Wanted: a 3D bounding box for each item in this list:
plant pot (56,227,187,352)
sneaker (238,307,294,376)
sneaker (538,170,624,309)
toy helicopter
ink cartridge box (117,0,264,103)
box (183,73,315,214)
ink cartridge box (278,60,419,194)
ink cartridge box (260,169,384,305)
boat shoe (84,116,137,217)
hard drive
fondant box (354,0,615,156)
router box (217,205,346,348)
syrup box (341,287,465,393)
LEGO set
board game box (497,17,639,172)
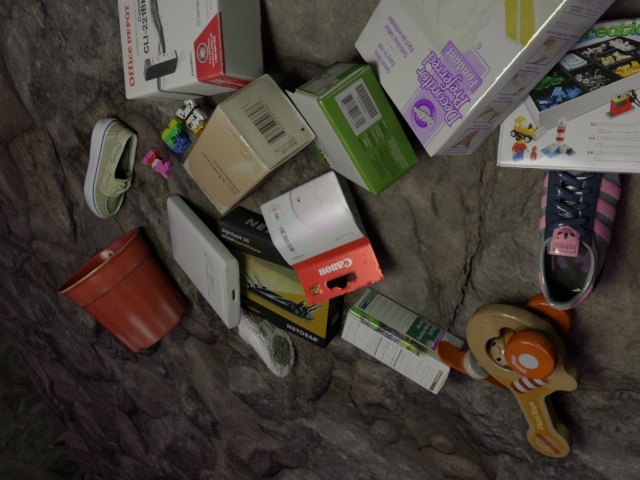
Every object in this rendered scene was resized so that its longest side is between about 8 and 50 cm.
[{"bbox_3d":[-0.533,0.151,1.554,0.272,0.272,0.265,-18,116,42],"label":"plant pot"},{"bbox_3d":[-0.154,0.257,1.464,0.115,0.090,0.232,-26,93,50],"label":"sneaker"},{"bbox_3d":[0.381,-0.042,0.821,0.112,0.131,0.319,5,117,33],"label":"sneaker"},{"bbox_3d":[0.373,0.271,1.044,0.235,0.140,0.355,-9,116,42],"label":"toy helicopter"},{"bbox_3d":[-0.245,-0.374,1.027,0.273,0.114,0.197,0,96,37],"label":"ink cartridge box"},{"bbox_3d":[-0.150,-0.171,1.069,0.148,0.121,0.311,51,154,-5],"label":"box"},{"bbox_3d":[0.035,-0.208,0.963,0.189,0.097,0.255,56,174,-29],"label":"ink cartridge box"},{"bbox_3d":[0.000,0.000,1.112,0.189,0.066,0.232,-23,82,27],"label":"ink cartridge box"},{"bbox_3d":[-0.539,-0.169,1.431,0.094,0.109,0.302,30,130,13],"label":"boat shoe"},{"bbox_3d":[-0.289,0.047,1.357,0.307,0.040,0.203,42,140,39],"label":"hard drive"},{"bbox_3d":[0.209,-0.308,0.734,0.238,0.096,0.330,62,140,22],"label":"fondant box"},{"bbox_3d":[-0.093,0.085,1.293,0.309,0.081,0.243,22,130,23],"label":"router box"},{"bbox_3d":[0.173,0.210,1.175,0.237,0.093,0.096,28,132,18],"label":"syrup box"},{"bbox_3d":[-0.291,-0.223,1.231,0.093,0.087,0.227,47,129,-4],"label":"LEGO set"},{"bbox_3d":[0.397,-0.184,0.718,0.305,0.053,0.193,8,97,32],"label":"board game box"}]
